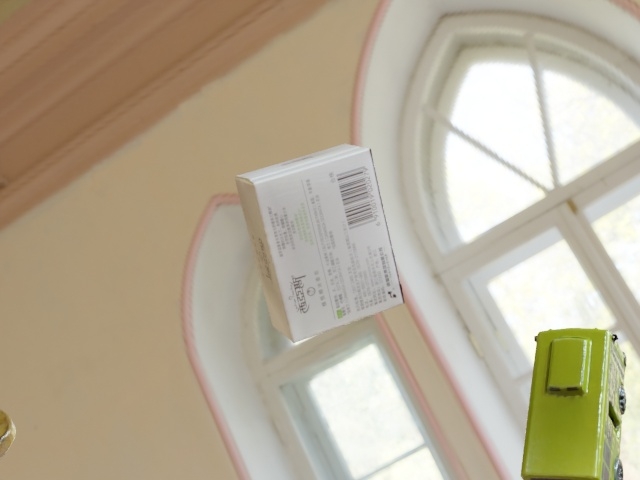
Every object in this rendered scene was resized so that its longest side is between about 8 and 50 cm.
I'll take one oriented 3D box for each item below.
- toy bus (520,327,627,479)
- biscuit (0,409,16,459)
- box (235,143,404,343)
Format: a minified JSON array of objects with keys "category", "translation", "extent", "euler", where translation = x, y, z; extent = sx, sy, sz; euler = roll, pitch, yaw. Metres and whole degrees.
[{"category":"toy bus","translation":[0.382,0.258,1.495],"extent":[0.128,0.262,0.150],"euler":[-4,-36,28]},{"category":"biscuit","translation":[-0.451,0.260,1.111],"extent":[0.260,0.203,0.041],"euler":[-23,-63,9]},{"category":"box","translation":[0.000,0.000,1.533],"extent":[0.195,0.260,0.111],"euler":[-17,17,-18]}]
